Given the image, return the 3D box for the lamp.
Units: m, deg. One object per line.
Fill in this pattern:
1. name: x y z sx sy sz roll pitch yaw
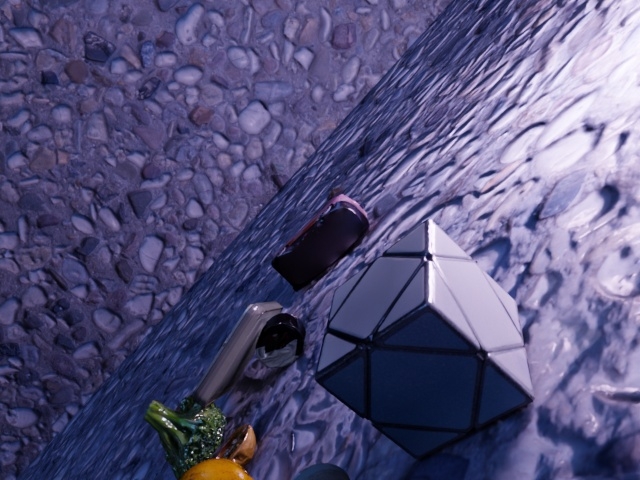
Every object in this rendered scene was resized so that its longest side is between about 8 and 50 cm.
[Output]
1. lamp: -0.195 0.271 1.482 0.269 0.047 0.266 -57 -10 0

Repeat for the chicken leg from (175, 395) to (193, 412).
1. chicken leg: -0.353 0.494 1.588 0.085 0.069 0.198 -22 27 5

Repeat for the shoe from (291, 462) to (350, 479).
1. shoe: -0.025 0.425 0.803 0.251 0.103 0.100 -60 18 -18

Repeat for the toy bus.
1. toy bus: 0.000 0.000 1.672 0.303 0.127 0.147 -43 13 18

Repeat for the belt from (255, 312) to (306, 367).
1. belt: -0.093 0.235 1.410 0.140 0.105 0.058 -49 11 20

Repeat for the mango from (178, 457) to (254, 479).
1. mango: -0.208 0.496 1.039 0.290 0.160 0.191 -54 20 18

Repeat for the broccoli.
1. broccoli: -0.319 0.433 1.394 0.194 0.194 0.219 -42 13 23

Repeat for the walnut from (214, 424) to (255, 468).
1. walnut: -0.170 0.439 1.233 0.121 0.052 0.091 -48 14 -5

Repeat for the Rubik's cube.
1. Rubik's cube: 0.143 0.136 0.836 0.205 0.205 0.207 -40 17 28
